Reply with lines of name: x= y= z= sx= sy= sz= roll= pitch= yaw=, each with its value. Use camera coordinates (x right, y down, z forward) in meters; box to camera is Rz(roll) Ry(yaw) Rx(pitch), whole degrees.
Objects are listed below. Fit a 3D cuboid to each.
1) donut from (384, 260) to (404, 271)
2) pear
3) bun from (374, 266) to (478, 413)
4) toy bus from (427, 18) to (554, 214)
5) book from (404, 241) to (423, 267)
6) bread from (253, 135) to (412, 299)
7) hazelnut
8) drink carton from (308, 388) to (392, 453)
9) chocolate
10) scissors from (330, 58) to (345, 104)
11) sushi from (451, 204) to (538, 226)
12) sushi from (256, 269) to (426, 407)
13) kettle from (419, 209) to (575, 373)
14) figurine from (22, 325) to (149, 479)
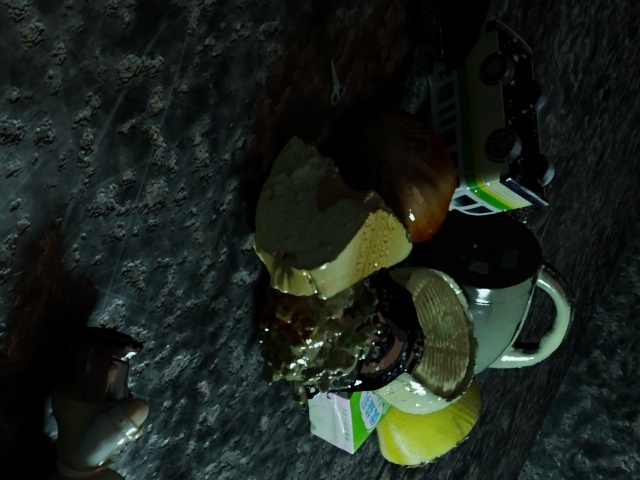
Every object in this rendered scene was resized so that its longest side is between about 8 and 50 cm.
donut: x=0.103 y=0.071 z=1.845 sx=0.140 sy=0.059 sz=0.140 roll=-39 pitch=141 yaw=-41
pear: x=0.202 y=0.319 z=2.099 sx=0.267 sy=0.266 sz=0.178 roll=-48 pitch=123 yaw=-32
bun: x=0.159 y=0.178 z=1.769 sx=0.259 sy=0.152 sz=0.260 roll=22 pitch=61 yaw=-46
toy bus: x=0.283 y=-0.201 z=1.732 sx=0.143 sy=0.179 sz=0.306 roll=23 pitch=59 yaw=-46
book: x=0.196 y=-0.021 z=1.987 sx=0.168 sy=0.013 sz=0.192 roll=-9 pitch=117 yaw=-58
bread: x=0.000 y=0.010 z=1.486 sx=0.211 sy=0.183 sz=0.224 roll=-56 pitch=148 yaw=-16
hazelnut: x=0.124 y=-0.105 z=1.618 sx=0.180 sy=0.212 sz=0.181 roll=6 pitch=149 yaw=-38
drink carton: x=0.091 y=0.251 z=1.908 sx=0.271 sy=0.108 sz=0.161 roll=-42 pitch=141 yaw=-37
chocolate: x=0.203 y=-0.365 z=1.671 sx=0.125 sy=0.080 sz=0.149 roll=-7 pitch=124 yaw=-46
scissors: x=0.022 y=-0.241 z=1.520 sx=0.036 sy=0.006 sz=0.083 roll=-49 pitch=148 yaw=-26
sushi: x=0.347 y=-0.072 z=2.072 sx=0.172 sy=0.153 sz=0.150 roll=-37 pitch=130 yaw=10
sushi: x=0.019 y=0.137 z=1.587 sx=0.218 sy=0.225 sz=0.239 roll=22 pitch=64 yaw=-50
kettle: x=0.336 y=0.136 z=1.991 sx=0.228 sy=0.320 sz=0.324 roll=-76 pitch=174 yaw=-47
figurine: x=-0.273 y=0.297 z=1.217 sx=0.206 sy=0.218 sz=0.365 roll=27 pitch=82 yaw=-35
